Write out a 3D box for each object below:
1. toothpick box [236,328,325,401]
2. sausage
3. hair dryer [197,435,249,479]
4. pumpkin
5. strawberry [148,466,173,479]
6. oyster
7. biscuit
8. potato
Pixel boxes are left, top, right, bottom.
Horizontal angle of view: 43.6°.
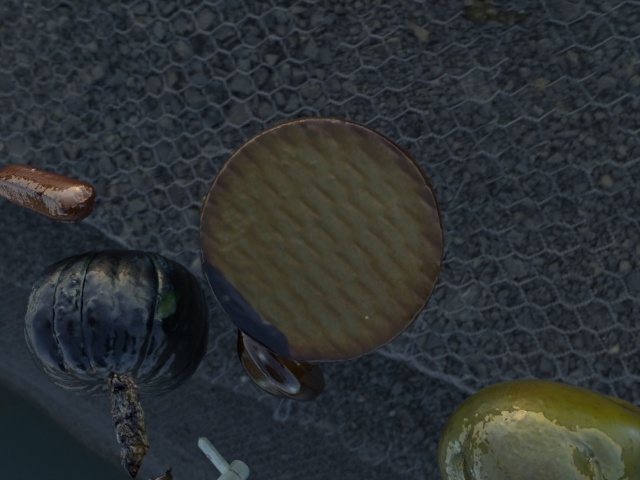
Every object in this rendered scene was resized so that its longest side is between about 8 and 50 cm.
[{"bbox_3d":[-0.001,0.130,1.319,0.294,0.192,0.192,-41,85,7],"label":"toothpick box"},{"bbox_3d":[-0.610,-0.106,1.770,0.330,0.102,0.102,17,114,38],"label":"sausage"},{"bbox_3d":[-0.215,0.464,1.659,0.047,0.082,0.137,-34,95,40],"label":"hair dryer"},{"bbox_3d":[-0.396,0.166,1.567,0.363,0.363,0.266,-13,65,30],"label":"pumpkin"},{"bbox_3d":[-0.198,0.447,1.007,0.292,0.292,0.344,-8,108,30],"label":"strawberry"},{"bbox_3d":[-0.253,0.236,1.042,0.086,0.029,0.132,-51,60,43],"label":"oyster"},{"bbox_3d":[0.000,0.000,1.023,0.317,0.040,0.318,0,97,4],"label":"biscuit"},{"bbox_3d":[0.211,0.195,0.711,0.157,0.193,0.157,171,90,-72],"label":"potato"}]
